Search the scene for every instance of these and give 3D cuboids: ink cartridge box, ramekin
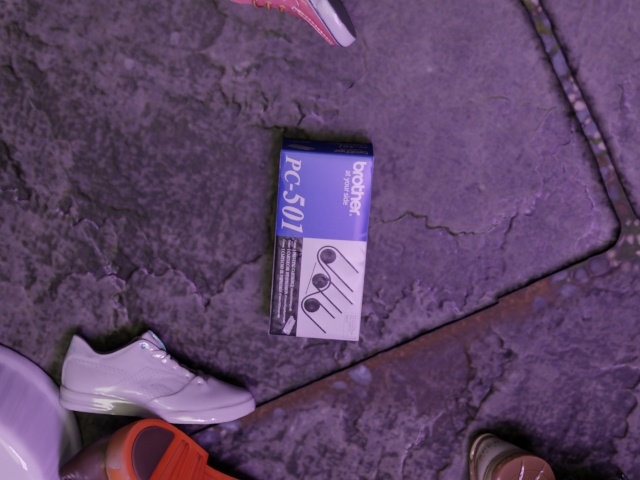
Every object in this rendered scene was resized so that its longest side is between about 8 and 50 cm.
[{"bbox_3d":[0.000,0.000,1.654,0.097,0.046,0.207,4,110,-1],"label":"ink cartridge box"},{"bbox_3d":[-0.405,0.254,1.713,0.277,0.135,0.277,1,110,1],"label":"ramekin"}]

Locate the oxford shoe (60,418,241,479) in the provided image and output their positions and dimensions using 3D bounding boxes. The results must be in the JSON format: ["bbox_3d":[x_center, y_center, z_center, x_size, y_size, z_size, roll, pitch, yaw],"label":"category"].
[{"bbox_3d":[-0.132,0.326,1.745,0.132,0.130,0.364,-21,124,35],"label":"oxford shoe"}]

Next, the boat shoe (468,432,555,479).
[{"bbox_3d":[0.224,0.346,1.766,0.104,0.089,0.285,-17,114,-20],"label":"boat shoe"}]

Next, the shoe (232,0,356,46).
[{"bbox_3d":[-0.045,-0.248,1.557,0.081,0.063,0.178,-36,100,15],"label":"shoe"}]

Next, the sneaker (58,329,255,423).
[{"bbox_3d":[-0.173,0.144,1.704,0.212,0.080,0.094,6,91,-3],"label":"sneaker"}]

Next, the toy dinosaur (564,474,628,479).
[{"bbox_3d":[0.310,0.298,1.762,0.090,0.047,0.082,32,127,-21],"label":"toy dinosaur"}]
